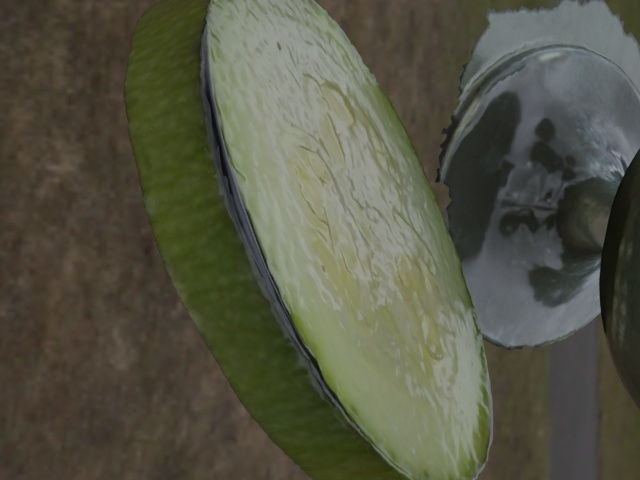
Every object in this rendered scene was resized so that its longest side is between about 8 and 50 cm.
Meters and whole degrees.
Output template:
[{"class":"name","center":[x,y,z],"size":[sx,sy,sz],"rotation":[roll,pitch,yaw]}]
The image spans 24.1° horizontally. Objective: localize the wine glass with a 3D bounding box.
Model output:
[{"class":"wine glass","center":[0.224,0.003,0.783],"size":[0.238,0.323,0.238],"rotation":[-12,110,-35]}]

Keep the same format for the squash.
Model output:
[{"class":"squash","center":[0.000,0.000,0.661],"size":[0.252,0.049,0.252],"rotation":[52,25,-37]}]
